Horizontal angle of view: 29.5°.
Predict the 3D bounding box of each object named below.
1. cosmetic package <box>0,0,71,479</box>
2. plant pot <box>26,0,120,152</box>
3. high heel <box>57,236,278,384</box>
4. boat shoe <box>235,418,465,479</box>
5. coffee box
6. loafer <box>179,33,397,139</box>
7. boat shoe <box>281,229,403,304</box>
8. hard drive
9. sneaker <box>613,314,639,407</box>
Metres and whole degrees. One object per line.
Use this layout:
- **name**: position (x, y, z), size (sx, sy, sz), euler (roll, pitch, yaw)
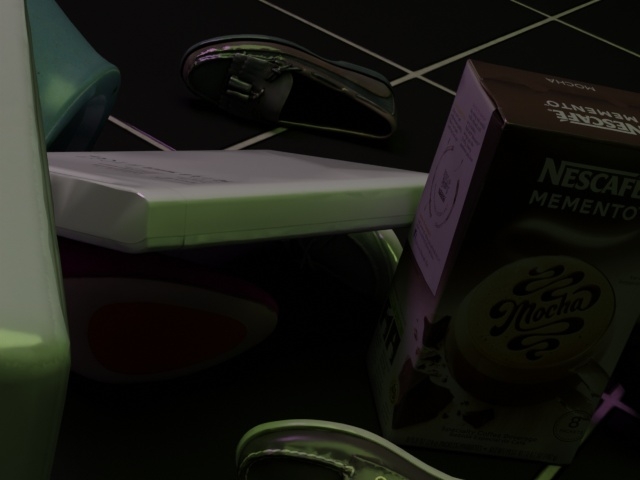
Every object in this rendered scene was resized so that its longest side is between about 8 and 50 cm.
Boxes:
- **cosmetic package**: position (-0.305, 0.094, 0.515), size (0.329, 0.393, 0.327), euler (6, 31, -20)
- **plant pot**: position (-0.329, -0.143, 1.073), size (0.255, 0.271, 0.271), euler (34, 30, -1)
- **high heel**: position (-0.224, 0.008, 0.964), size (0.377, 0.127, 0.181), euler (5, 41, -12)
- **boat shoe**: position (0.046, 0.191, 0.844), size (0.228, 0.081, 0.068), euler (19, 25, -1)
- **coffee box**: position (0.160, 0.024, 0.968), size (0.168, 0.297, 0.119), euler (8, 30, -13)
- **loafer**: position (-0.030, -0.175, 1.428), size (0.268, 0.096, 0.084), euler (8, 36, -19)
- **boat shoe**: position (0.000, -0.001, 1.169), size (0.081, 0.079, 0.227), euler (-13, 35, -27)
- **hard drive**: position (-0.087, -0.039, 0.981), size (0.233, 0.047, 0.353), euler (12, 12, 38)
- **sneaker**: position (0.301, 0.092, 1.132), size (0.109, 0.130, 0.286), euler (-21, 3, 16)
